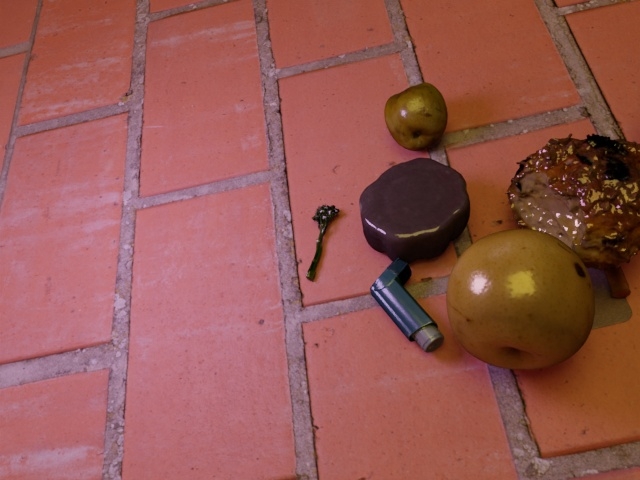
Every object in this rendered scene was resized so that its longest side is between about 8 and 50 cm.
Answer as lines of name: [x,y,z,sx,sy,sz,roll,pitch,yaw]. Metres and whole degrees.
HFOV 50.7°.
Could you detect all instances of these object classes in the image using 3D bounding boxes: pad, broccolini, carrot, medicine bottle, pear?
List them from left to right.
broccolini: [-0.006,-0.004,1.941,0.071,0.057,0.254,-30,35,47]
medicine bottle: [0.231,0.169,1.751,0.124,0.079,0.258,-30,55,-9]
pear: [0.294,-0.376,2.054,0.200,0.200,0.200,-6,55,9]
pear: [0.456,0.134,1.563,0.348,0.348,0.348,-6,55,9]
pad: [0.634,0.156,1.717,0.266,0.002,0.176,-14,54,3]
carrot: [0.744,0.080,1.717,0.048,0.048,0.139,-8,52,7]

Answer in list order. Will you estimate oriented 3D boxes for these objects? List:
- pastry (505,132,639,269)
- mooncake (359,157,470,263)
pastry: [0.697,-0.119,1.717,0.337,0.292,0.405,-21,36,-17]
mooncake: [0.260,-0.080,1.872,0.306,0.154,0.306,-5,55,8]
